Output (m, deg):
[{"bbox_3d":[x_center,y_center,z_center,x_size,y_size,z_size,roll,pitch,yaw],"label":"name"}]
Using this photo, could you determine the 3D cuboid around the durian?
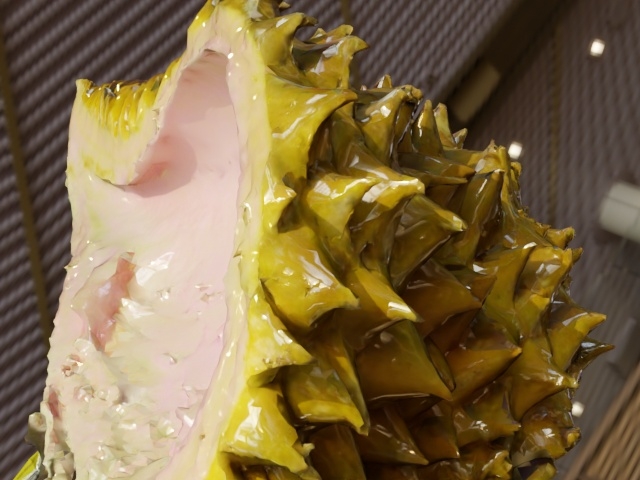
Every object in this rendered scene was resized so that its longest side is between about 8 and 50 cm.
[{"bbox_3d":[0.011,0.007,0.463,0.195,0.305,0.186,15,-68,-18],"label":"durian"}]

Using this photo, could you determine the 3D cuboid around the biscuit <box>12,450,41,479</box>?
[{"bbox_3d":[-0.308,0.283,1.077,0.292,0.026,0.048,-51,-31,-18],"label":"biscuit"}]
